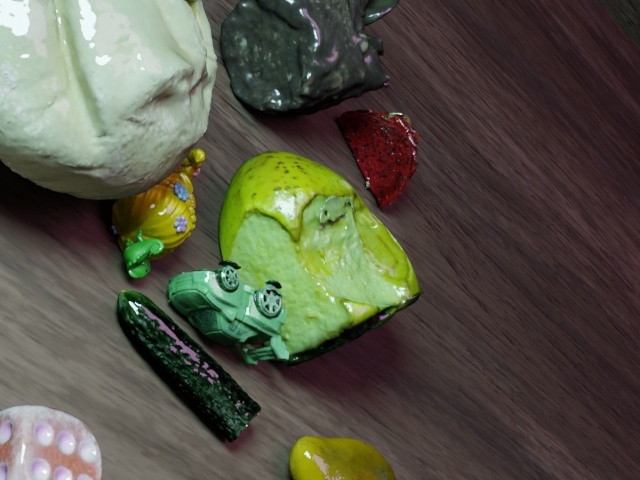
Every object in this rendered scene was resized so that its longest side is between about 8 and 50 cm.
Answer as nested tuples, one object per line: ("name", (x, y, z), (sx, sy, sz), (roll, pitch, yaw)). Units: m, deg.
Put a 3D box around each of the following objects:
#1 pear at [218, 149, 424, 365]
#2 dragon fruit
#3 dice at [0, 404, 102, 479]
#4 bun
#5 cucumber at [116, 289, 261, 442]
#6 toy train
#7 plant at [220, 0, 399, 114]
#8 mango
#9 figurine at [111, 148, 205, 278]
("pear", (0.000, 0.000, 1.524), (0.238, 0.164, 0.255), (-24, 86, -57))
("dragon fruit", (0.110, -0.141, 1.848), (0.083, 0.106, 0.162), (-8, 71, -59))
("dice", (-0.253, 0.203, 1.052), (0.093, 0.091, 0.094), (32, 44, -41))
("bun", (-0.233, -0.217, 1.217), (0.365, 0.219, 0.365), (57, 18, -29))
("cucumber", (-0.146, 0.132, 1.308), (0.215, 0.052, 0.058), (50, 13, -20))
("toy train", (-0.103, 0.083, 1.375), (0.149, 0.099, 0.081), (27, 62, -42))
("plant", (-0.005, -0.276, 1.706), (0.276, 0.199, 0.188), (-29, 98, -56))
("mango", (0.023, 0.279, 1.427), (0.161, 0.076, 0.103), (31, 48, -37))
("figurine", (-0.175, -0.037, 1.334), (0.094, 0.115, 0.156), (37, 40, -20))
